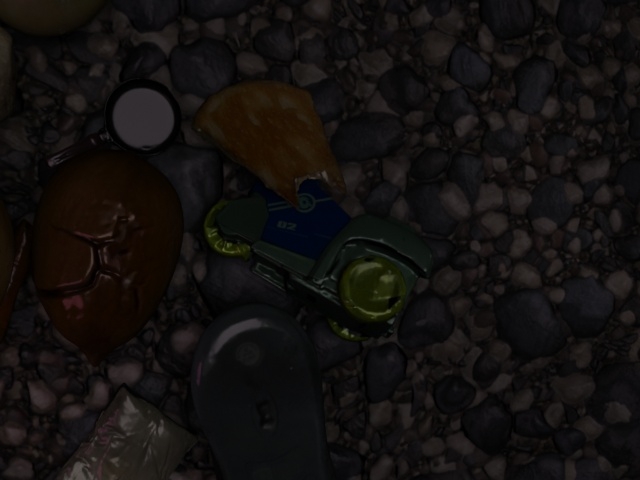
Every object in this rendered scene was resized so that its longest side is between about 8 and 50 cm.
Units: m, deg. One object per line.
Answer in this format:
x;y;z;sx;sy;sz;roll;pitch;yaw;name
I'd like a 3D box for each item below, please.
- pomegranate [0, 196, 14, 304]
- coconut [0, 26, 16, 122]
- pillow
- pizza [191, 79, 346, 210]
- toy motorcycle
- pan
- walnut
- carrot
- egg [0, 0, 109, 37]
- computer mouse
-0.519;0.011;0.885;0.307;0.307;0.307;0;90;-17;pomegranate
-0.490;-0.217;0.948;0.182;0.171;0.171;-1;91;-20;coconut
-0.301;0.340;1.071;0.148;0.050;0.230;38;83;-9;pillow
-0.058;-0.147;1.095;0.181;0.034;0.262;-37;70;-22;pizza
0.000;0.000;1.106;0.326;0.191;0.200;32;73;3;toy motorcycle
-0.300;-0.155;1.070;0.212;0.040;0.115;-33;100;-21;pan
-0.289;0.024;0.996;0.203;0.203;0.298;4;87;-17;walnut
-0.439;0.062;1.028;0.047;0.047;0.191;21;84;-16;carrot
-0.359;-0.368;0.991;0.164;0.164;0.201;40;78;-13;egg
-0.086;0.264;1.099;0.188;0.122;0.371;-14;101;-14;computer mouse
